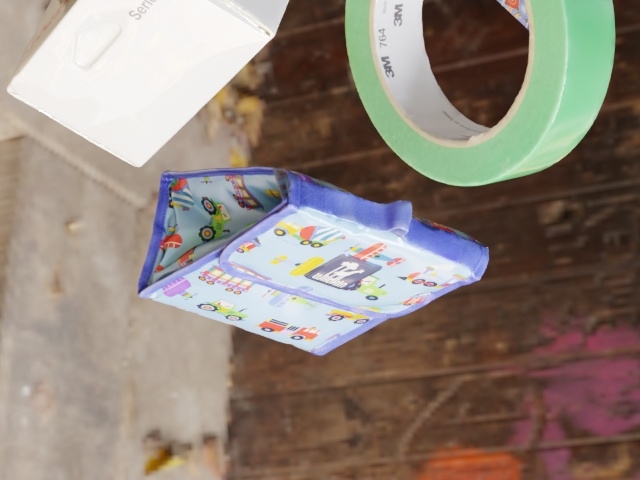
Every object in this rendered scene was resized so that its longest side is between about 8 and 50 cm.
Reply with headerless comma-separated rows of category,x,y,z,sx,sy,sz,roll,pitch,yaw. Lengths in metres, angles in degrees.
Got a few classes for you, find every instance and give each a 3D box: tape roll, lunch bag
tape roll,0.159,-0.219,1.679,0.077,0.321,0.321,-13,93,-40
lunch bag,0.000,0.000,1.519,0.221,0.293,0.138,21,69,-29

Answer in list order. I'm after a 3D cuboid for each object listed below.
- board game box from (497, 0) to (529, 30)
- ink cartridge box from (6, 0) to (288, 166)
board game box,0.256,-0.323,1.773,0.035,0.136,0.201,-18,141,-28
ink cartridge box,-0.088,-0.214,1.119,0.115,0.198,0.273,31,53,-17
